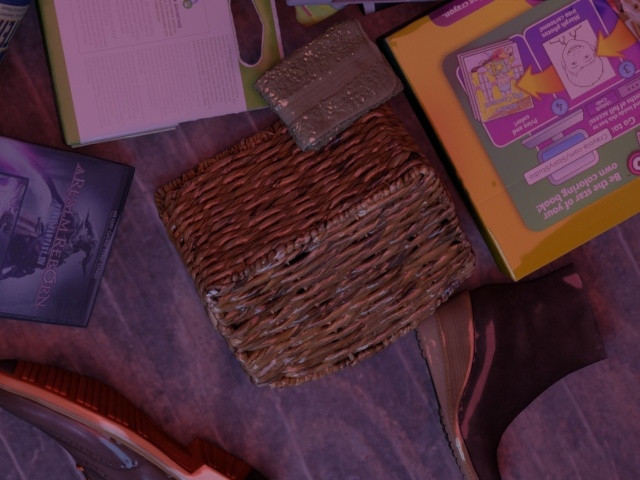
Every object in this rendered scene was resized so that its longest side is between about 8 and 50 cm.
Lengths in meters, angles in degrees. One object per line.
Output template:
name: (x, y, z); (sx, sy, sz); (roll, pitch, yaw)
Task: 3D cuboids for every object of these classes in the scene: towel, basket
towel: (0.009, -0.173, 1.895); (0.148, 0.027, 0.110); (-35, 82, -20)
basket: (0.000, 0.000, 1.954); (0.299, 0.223, 0.213); (-31, 129, -1)

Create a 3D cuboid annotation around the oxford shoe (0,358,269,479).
oxford shoe: (-0.230, 0.256, 1.944); (0.364, 0.130, 0.133); (31, 98, -6)

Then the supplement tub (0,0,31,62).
supplement tub: (-0.461, -0.205, 1.815); (0.235, 0.235, 0.325); (28, 104, -6)

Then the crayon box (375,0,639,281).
crayon box: (0.297, -0.178, 1.955); (0.363, 0.106, 0.313); (-29, 98, -1)

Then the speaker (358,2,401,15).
speaker: (0.105, -0.302, 1.954); (0.136, 0.055, 0.055); (-19, 96, -3)

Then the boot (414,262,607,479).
boot: (0.234, 0.166, 1.986); (0.207, 0.090, 0.248); (-16, 92, -1)

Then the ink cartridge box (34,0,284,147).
ink cartridge box: (-0.177, -0.217, 1.922); (0.255, 0.097, 0.189); (-11, 95, -10)

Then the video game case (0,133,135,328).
video game case: (-0.330, -0.011, 1.867); (0.274, 0.026, 0.196); (12, 97, -50)

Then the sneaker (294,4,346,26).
sneaker: (-0.048, -0.327, 1.930); (0.094, 0.081, 0.208); (-42, 78, 39)

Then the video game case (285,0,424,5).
video game case: (0.036, -0.361, 1.896); (0.193, 0.023, 0.212); (-5, 73, -22)
